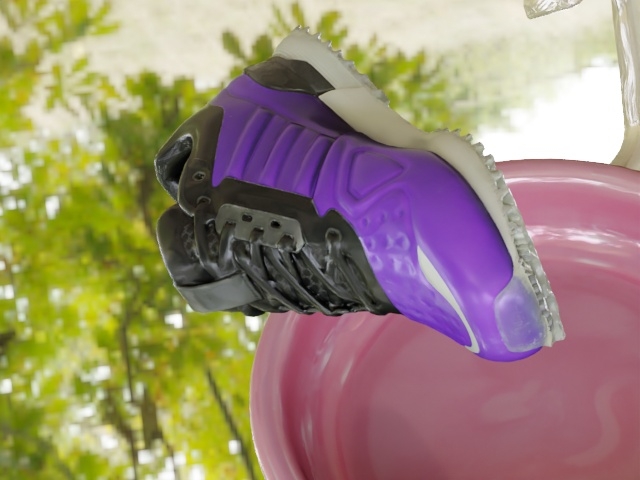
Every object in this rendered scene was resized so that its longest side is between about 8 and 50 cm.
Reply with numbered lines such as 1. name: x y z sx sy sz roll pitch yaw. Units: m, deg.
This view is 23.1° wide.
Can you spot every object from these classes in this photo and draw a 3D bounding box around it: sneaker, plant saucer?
1. sneaker: 0.000 0.001 0.779 0.146 0.102 0.293 -31 -147 -10
2. plant saucer: 0.127 0.096 0.924 0.332 0.084 0.332 -6 -131 6

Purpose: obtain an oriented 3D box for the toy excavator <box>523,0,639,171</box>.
1. toy excavator: 0.202 0.033 1.169 0.445 0.433 0.222 -42 -170 -10
